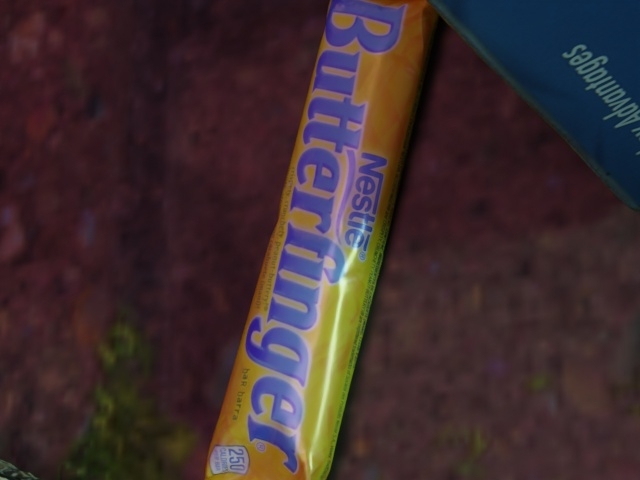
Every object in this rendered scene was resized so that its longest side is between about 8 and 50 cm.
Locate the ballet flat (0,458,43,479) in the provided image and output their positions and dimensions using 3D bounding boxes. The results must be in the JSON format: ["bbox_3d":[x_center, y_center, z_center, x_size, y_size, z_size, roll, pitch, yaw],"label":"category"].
[{"bbox_3d":[-0.206,0.068,0.478,0.483,0.182,0.164,17,81,34],"label":"ballet flat"}]

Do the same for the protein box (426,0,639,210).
[{"bbox_3d":[0.090,-0.141,0.378,0.201,0.200,0.136,-32,58,15],"label":"protein box"}]

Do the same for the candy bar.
[{"bbox_3d":[0.000,0.000,0.486,0.040,0.018,0.161,7,76,31],"label":"candy bar"}]
